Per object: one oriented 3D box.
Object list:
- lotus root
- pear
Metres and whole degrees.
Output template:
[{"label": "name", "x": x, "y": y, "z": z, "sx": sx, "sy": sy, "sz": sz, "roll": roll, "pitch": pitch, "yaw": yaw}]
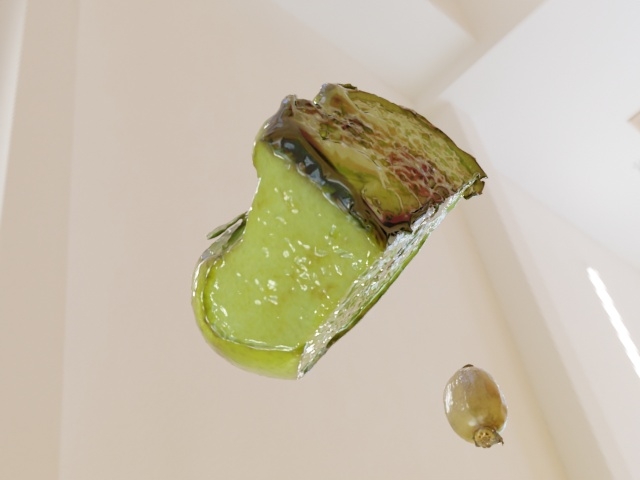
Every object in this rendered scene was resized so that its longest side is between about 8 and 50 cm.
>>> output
[{"label": "lotus root", "x": 0.184, "y": 0.197, "z": 1.062, "sx": 0.150, "sy": 0.073, "sz": 0.062, "roll": -96, "pitch": -20, "yaw": -64}, {"label": "pear", "x": 0.000, "y": 0.000, "z": 0.825, "sx": 0.164, "sy": 0.255, "sz": 0.238, "roll": 42, "pitch": -146, "yaw": 12}]
